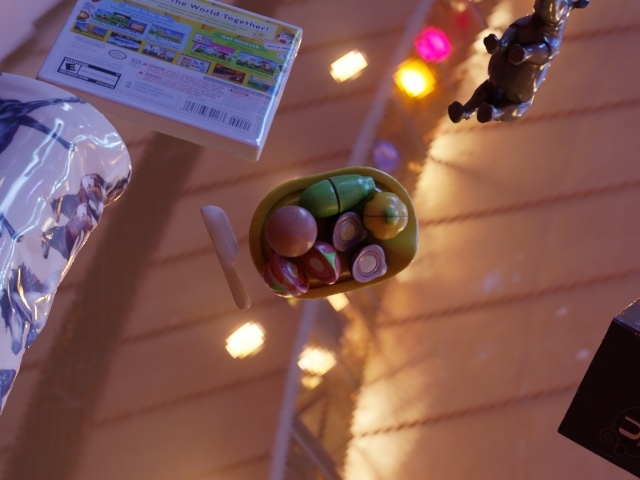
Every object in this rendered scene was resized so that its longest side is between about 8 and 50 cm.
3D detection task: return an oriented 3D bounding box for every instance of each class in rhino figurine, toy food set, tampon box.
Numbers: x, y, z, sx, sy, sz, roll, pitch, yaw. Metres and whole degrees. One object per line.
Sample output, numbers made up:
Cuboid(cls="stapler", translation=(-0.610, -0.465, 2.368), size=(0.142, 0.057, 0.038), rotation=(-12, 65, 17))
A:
Cuboid(cls="rhino figurine", translation=(0.253, -0.238, 2.067), size=(0.073, 0.106, 0.243), rotation=(46, -53, 24))
Cuboid(cls="toy food set", translation=(0.000, 0.000, 1.705), size=(0.217, 0.128, 0.071), rotation=(-14, -172, -9))
Cuboid(cls="tampon box", translation=(0.301, 0.131, 1.524), size=(0.101, 0.161, 0.120), rotation=(28, -73, 17))

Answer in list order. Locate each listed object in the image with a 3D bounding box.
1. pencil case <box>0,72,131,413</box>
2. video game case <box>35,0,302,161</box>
Cuboid(cls="pencil case", translation=(-0.286, 0.042, 1.371), size=(0.159, 0.183, 0.410), rotation=(3, -133, 18))
Cuboid(cls="video game case", translation=(-0.146, -0.180, 1.679), size=(0.227, 0.026, 0.206), rotation=(17, -137, -1))
